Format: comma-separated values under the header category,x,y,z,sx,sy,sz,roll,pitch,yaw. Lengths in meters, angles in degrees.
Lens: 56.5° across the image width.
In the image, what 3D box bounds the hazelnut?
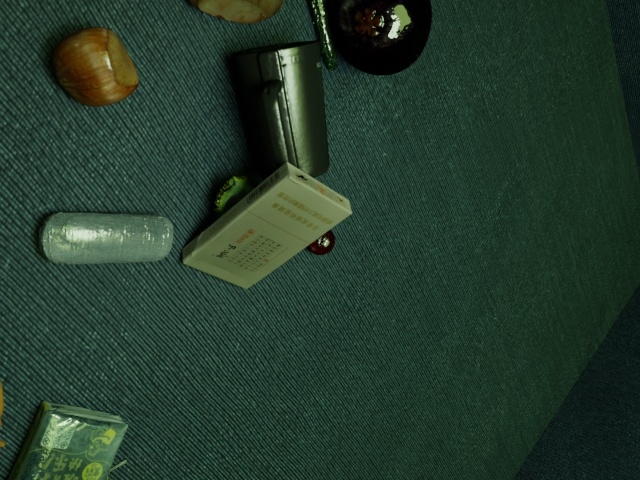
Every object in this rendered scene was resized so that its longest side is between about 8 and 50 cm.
category,x,y,z,sx,sy,sz,roll,pitch,yaw
hazelnut,-0.438,-0.332,1.154,0.150,0.150,0.150,-10,106,-38

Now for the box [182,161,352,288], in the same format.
category,x,y,z,sx,sy,sz,roll,pitch,yaw
box,-0.128,-0.019,1.375,0.204,0.365,0.051,28,38,-40

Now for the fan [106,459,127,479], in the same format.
category,x,y,z,sx,sy,sz,roll,pitch,yaw
fan,-0.508,0.547,1.375,0.133,0.005,0.085,-30,117,-30

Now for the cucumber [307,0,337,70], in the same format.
category,x,y,z,sx,sy,sz,roll,pitch,yaw
cucumber,0.001,-0.560,1.523,0.044,0.043,0.257,-28,117,-26

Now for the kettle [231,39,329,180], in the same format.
category,x,y,z,sx,sy,sz,roll,pitch,yaw
kettle,-0.070,-0.295,1.386,0.203,0.262,0.308,-17,113,-21

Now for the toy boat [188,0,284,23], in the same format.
category,x,y,z,sx,sy,sz,roll,pitch,yaw
toy boat,-0.175,-0.546,1.348,0.293,0.108,0.099,-9,74,-44

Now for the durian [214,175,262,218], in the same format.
category,x,y,z,sx,sy,sz,roll,pitch,yaw
durian,-0.177,-0.085,1.453,0.137,0.095,0.220,-40,133,18

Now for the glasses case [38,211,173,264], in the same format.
category,x,y,z,sx,sy,sz,roll,pitch,yaw
glasses case,-0.446,-0.006,1.263,0.282,0.067,0.109,-1,98,-38

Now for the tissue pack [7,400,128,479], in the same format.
category,x,y,z,sx,sy,sz,roll,pitch,yaw
tissue pack,-0.552,0.491,1.275,0.185,0.081,0.257,27,82,-37

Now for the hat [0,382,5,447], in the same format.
category,x,y,z,sx,sy,sz,roll,pitch,yaw
hat,-0.660,0.327,1.115,0.233,0.233,0.244,71,26,-46

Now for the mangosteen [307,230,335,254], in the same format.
category,x,y,z,sx,sy,sz,roll,pitch,yaw
mangosteen,0.000,0.000,1.630,0.081,0.081,0.081,-10,106,-38

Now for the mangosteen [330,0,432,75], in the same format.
category,x,y,z,sx,sy,sz,roll,pitch,yaw
mangosteen,0.164,-0.573,1.542,0.302,0.275,0.275,-51,135,-61
